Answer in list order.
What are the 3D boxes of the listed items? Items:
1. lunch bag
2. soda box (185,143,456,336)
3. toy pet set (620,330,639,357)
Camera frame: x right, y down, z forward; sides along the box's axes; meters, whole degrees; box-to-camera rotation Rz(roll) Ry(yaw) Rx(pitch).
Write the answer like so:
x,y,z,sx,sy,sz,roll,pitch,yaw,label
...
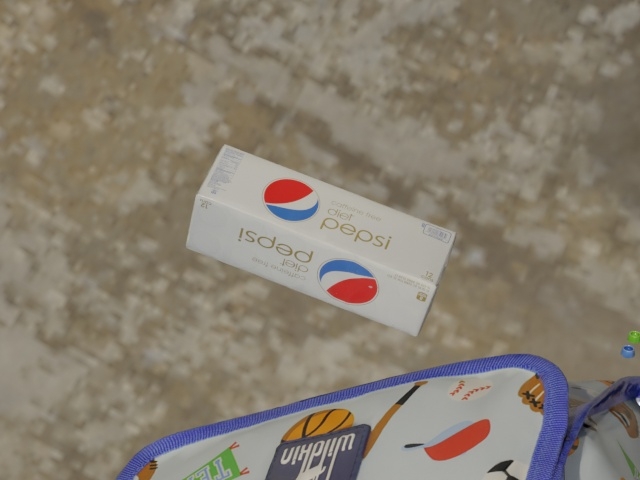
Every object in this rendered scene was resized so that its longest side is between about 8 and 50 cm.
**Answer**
x,y,z,sx,sy,sz,roll,pitch,yaw,label
0.050,0.210,1.211,0.328,0.385,0.239,-14,86,21,lunch bag
0.000,0.000,1.569,0.216,0.069,0.074,21,138,4,soda box
0.387,0.077,1.946,0.114,0.122,0.065,12,122,17,toy pet set
